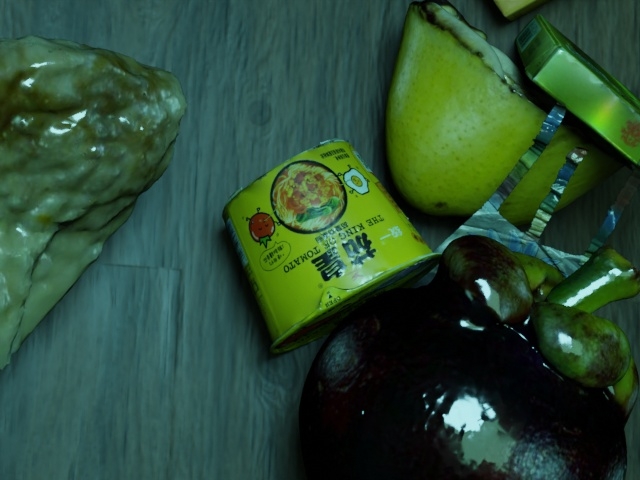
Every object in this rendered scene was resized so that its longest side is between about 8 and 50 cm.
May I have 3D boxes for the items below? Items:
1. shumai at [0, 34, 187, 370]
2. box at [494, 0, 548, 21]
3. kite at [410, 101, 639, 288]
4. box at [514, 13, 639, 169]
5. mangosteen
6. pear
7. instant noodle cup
[{"bbox_3d":[-0.258,-0.020,1.048,0.314,0.267,0.262,-7,81,-9],"label":"shumai"},{"bbox_3d":[0.204,-0.386,1.287,0.174,0.076,0.274,-28,89,18],"label":"box"},{"bbox_3d":[0.205,0.005,1.158,0.169,0.310,0.015,30,51,-1],"label":"kite"},{"bbox_3d":[0.266,-0.134,1.194,0.173,0.311,0.043,38,105,-6],"label":"box"},{"bbox_3d":[0.123,0.150,1.093,0.297,0.297,0.313,-11,125,-16],"label":"mangosteen"},{"bbox_3d":[0.149,-0.097,1.223,0.267,0.267,0.178,38,100,-6],"label":"pear"},{"bbox_3d":[0.000,0.000,1.168,0.182,0.182,0.144,-26,80,-17],"label":"instant noodle cup"}]
